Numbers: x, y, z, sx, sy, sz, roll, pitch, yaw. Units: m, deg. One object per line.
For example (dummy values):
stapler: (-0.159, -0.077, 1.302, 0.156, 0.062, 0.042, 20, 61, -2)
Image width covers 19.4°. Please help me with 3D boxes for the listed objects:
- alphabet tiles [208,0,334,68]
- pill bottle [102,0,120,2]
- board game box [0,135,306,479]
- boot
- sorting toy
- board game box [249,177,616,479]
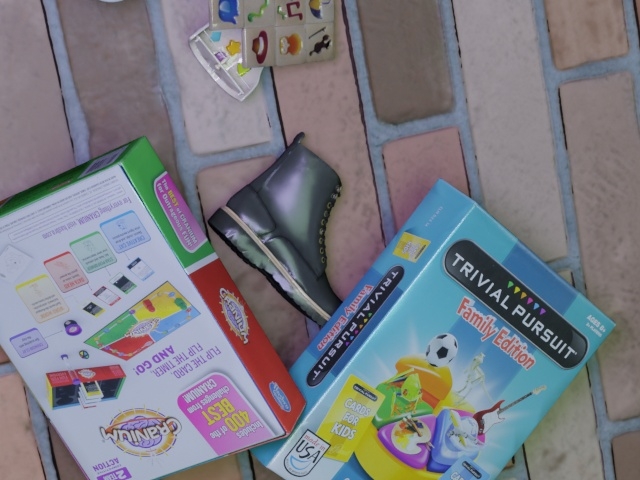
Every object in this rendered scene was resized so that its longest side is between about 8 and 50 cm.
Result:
alphabet tiles: (-0.033, -0.292, 1.847, 0.198, 0.009, 0.237, -10, 105, -41)
pill bottle: (-0.204, -0.263, 1.800, 0.067, 0.120, 0.067, -3, 102, -13)
board game box: (-0.195, 0.083, 1.835, 0.242, 0.064, 0.316, -21, 108, 28)
boot: (0.000, 0.000, 1.929, 0.137, 0.077, 0.198, -47, 108, -7)
sorting toy: (-0.083, -0.195, 1.886, 0.075, 0.045, 0.083, -42, 107, -11)
board game box: (0.114, 0.144, 1.941, 0.254, 0.079, 0.336, 38, 91, -35)
